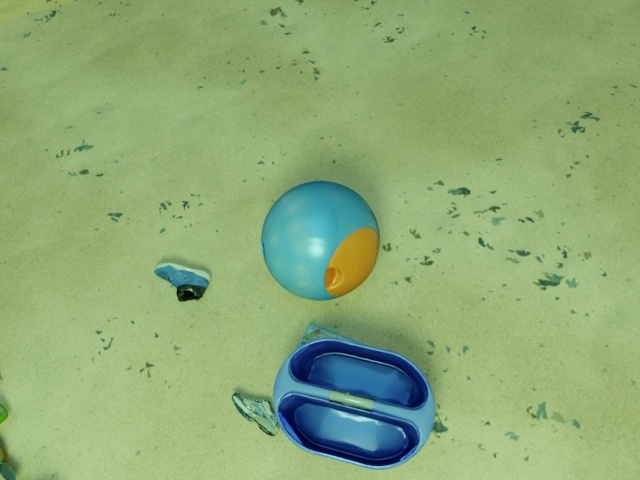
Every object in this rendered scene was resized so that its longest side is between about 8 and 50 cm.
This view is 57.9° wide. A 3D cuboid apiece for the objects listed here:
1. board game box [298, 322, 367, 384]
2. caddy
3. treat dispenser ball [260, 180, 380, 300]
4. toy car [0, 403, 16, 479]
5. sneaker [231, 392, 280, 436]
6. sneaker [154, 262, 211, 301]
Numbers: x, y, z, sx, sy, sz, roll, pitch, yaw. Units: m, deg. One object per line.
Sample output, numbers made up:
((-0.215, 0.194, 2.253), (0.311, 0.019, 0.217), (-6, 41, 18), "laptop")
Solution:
((0.024, 0.273, 1.390), (0.154, 0.026, 0.104), (19, 64, 14), "board game box")
((0.070, 0.347, 1.238), (0.341, 0.179, 0.242), (11, 72, 10), "caddy")
((0.000, 0.000, 1.397), (0.287, 0.288, 0.288), (-2, 60, 3), "treat dispenser ball")
((-0.760, 0.481, 1.277), (0.155, 0.149, 0.188), (-38, 76, -3), "toy car")
((-0.144, 0.389, 1.331), (0.135, 0.052, 0.058), (34, 58, 13), "sneaker")
((-0.367, 0.112, 1.493), (0.152, 0.058, 0.085), (12, 53, 4), "sneaker")
